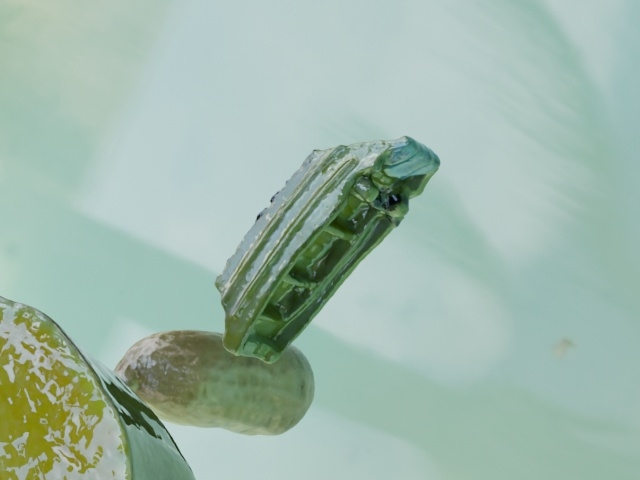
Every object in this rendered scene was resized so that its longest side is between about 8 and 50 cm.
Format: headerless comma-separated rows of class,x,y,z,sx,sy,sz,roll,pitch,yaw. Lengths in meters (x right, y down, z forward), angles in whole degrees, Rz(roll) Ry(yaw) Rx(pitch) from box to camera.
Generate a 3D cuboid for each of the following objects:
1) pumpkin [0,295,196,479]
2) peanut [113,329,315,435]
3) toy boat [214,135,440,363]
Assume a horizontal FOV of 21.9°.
pumpkin,-0.220,0.205,1.074,0.332,0.199,0.332,-7,73,25
peanut,-0.122,0.165,1.935,0.137,0.253,0.122,-3,81,48
toy boat,-0.003,-0.005,1.629,0.276,0.111,0.084,-50,58,11
